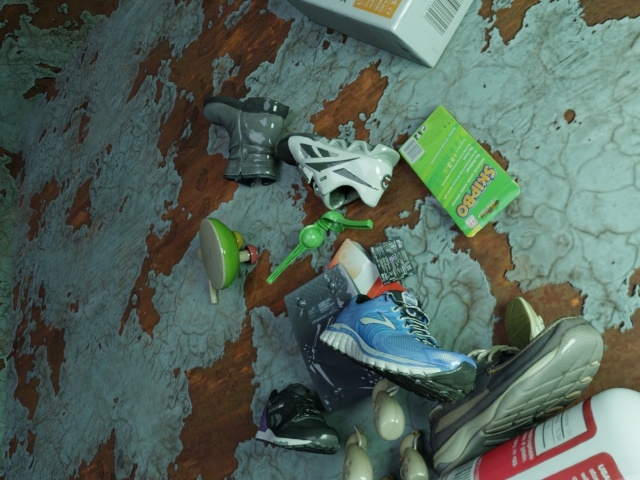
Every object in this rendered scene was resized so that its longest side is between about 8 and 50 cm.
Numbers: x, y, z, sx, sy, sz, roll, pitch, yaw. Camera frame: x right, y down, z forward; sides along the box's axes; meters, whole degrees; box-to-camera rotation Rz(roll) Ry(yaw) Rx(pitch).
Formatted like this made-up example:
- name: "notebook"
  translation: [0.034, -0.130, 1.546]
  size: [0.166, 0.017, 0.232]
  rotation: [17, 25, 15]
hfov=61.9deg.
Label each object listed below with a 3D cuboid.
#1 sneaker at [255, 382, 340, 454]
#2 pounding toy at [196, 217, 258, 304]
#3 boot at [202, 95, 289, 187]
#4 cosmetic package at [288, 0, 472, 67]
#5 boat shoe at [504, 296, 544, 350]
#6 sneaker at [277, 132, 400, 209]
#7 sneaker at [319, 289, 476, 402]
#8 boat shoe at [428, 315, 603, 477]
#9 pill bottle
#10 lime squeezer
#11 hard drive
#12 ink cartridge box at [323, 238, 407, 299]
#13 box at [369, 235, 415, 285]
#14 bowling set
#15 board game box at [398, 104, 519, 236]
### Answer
- name: "sneaker"
  translation: [-0.051, 0.341, 1.047]
  size: [0.283, 0.107, 0.124]
  rotation: [-25, 51, 59]
- name: "pounding toy"
  translation: [-0.235, 0.037, 1.373]
  size: [0.183, 0.110, 0.237]
  rotation: [67, 151, 20]
- name: "boot"
  translation: [-0.232, -0.266, 1.441]
  size: [0.338, 0.118, 0.223]
  rotation: [14, 92, 48]
- name: "cosmetic package"
  translation: [0.115, -0.577, 1.183]
  size: [0.453, 0.161, 0.230]
  rotation: [40, 105, 42]
- name: "boat shoe"
  translation: [0.337, 0.162, 0.840]
  size: [0.056, 0.048, 0.153]
  rotation: [-53, 39, 44]
- name: "sneaker"
  translation: [0.008, -0.148, 1.175]
  size: [0.330, 0.122, 0.147]
  rotation: [16, 86, 44]
- name: "sneaker"
  translation: [0.123, 0.149, 0.865]
  size: [0.330, 0.129, 0.147]
  rotation: [13, 71, 59]
- name: "boat shoe"
  translation: [0.254, 0.219, 0.789]
  size: [0.356, 0.132, 0.130]
  rotation: [-60, 37, 34]
- name: "pill bottle"
  translation: [0.340, 0.330, 0.653]
  size: [0.407, 0.229, 0.229]
  rotation: [-41, 53, 26]
- name: "lime squeezer"
  translation: [0.000, 0.000, 1.174]
  size: [0.310, 0.058, 0.110]
  rotation: [-29, 48, 34]
- name: "hard drive"
  translation: [0.038, 0.192, 1.060]
  size: [0.172, 0.054, 0.255]
  rotation: [-33, 68, 25]
- name: "ink cartridge box"
  translation: [0.073, 0.105, 1.093]
  size: [0.146, 0.045, 0.179]
  rotation: [-56, 45, 15]
- name: "box"
  translation: [0.140, 0.039, 1.049]
  size: [0.067, 0.018, 0.083]
  rotation: [-22, 60, 4]
- name: "bowling set"
  translation: [0.120, 0.409, 0.917]
  size: [0.287, 0.199, 0.154]
  rotation: [-58, 4, 8]
- name: "board game box"
  translation: [0.257, -0.132, 1.004]
  size: [0.124, 0.039, 0.260]
  rotation: [-47, 48, 23]
